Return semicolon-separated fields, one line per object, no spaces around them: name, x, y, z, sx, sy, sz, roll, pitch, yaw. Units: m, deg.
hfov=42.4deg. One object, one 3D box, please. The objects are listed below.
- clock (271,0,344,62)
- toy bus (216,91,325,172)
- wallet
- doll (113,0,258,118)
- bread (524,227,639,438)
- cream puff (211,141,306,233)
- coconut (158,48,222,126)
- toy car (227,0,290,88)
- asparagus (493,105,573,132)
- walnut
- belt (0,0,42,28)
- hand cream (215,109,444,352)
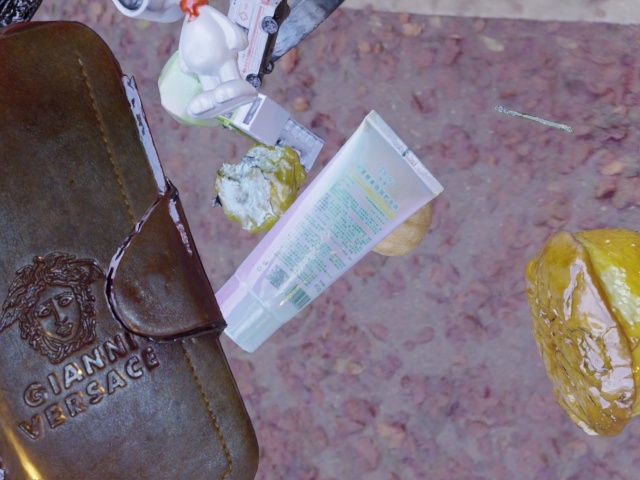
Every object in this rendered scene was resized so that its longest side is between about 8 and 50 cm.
clock;-0.048;-0.517;1.903;0.319;0.319;0.066;-32;110;33
toy bus;-0.110;-0.260;1.927;0.139;0.301;0.113;28;89;38
wallet;-0.110;0.033;0.375;0.031;0.137;0.255;7;119;51
doll;-0.186;-0.285;1.022;0.208;0.144;0.272;-1;97;24
bread;0.531;0.170;1.571;0.215;0.398;0.398;-15;85;-5
cream puff;-0.082;-0.087;1.292;0.156;0.156;0.121;-13;112;35
coconut;-0.316;-0.397;2.142;0.204;0.236;0.236;26;116;-14
toy car;-0.133;-0.389;1.580;0.108;0.089;0.210;22;131;1
asparagus;0.402;-0.230;1.560;0.166;0.016;0.013;24;117;30
walnut;0.136;-0.059;1.795;0.193;0.225;0.193;-3;86;46
belt;-0.412;-0.405;1.231;0.094;0.359;0.126;-15;119;45
hand cream;0.000;0.000;0.558;0.174;0.047;0.076;-45;108;-1
